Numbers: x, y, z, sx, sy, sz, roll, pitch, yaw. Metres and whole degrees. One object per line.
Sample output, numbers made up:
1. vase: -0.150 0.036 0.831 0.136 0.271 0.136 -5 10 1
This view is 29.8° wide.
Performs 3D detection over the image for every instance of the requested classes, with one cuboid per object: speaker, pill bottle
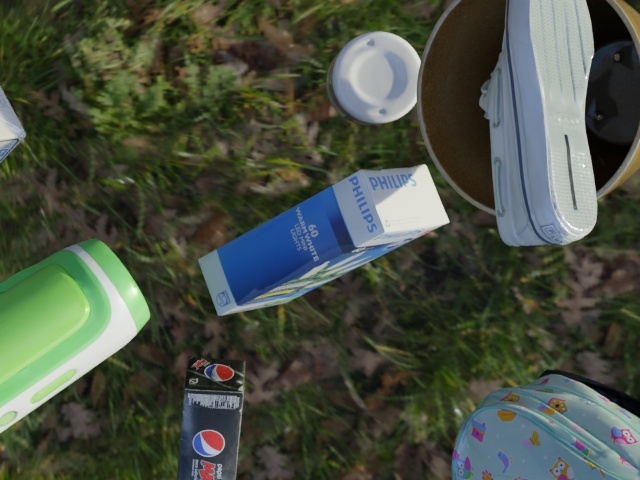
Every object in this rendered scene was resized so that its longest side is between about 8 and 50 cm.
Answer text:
1. speaker: -0.331 0.122 1.263 0.296 0.131 0.131 -35 105 -20
2. pill bottle: 0.062 -0.196 1.481 0.108 0.193 0.108 0 95 -3

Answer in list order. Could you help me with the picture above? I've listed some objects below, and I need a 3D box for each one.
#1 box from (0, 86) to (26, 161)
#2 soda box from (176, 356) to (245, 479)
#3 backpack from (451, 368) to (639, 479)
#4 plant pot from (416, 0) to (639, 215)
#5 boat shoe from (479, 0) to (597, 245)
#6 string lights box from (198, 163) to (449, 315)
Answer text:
1. box: -0.437 -0.093 1.211 0.087 0.290 0.169 -19 78 -52
2. soda box: -0.101 0.191 1.088 0.053 0.060 0.169 6 115 -5
3. backpack: 0.186 0.170 0.851 0.115 0.182 0.152 -5 122 -48
4. plant pot: 0.261 -0.150 1.218 0.254 0.237 0.237 -12 103 -54
5. boat shoe: 0.151 -0.106 0.895 0.083 0.076 0.226 15 70 -40
6. string lights box: 0.000 0.000 1.368 0.133 0.259 0.077 -9 75 -52
